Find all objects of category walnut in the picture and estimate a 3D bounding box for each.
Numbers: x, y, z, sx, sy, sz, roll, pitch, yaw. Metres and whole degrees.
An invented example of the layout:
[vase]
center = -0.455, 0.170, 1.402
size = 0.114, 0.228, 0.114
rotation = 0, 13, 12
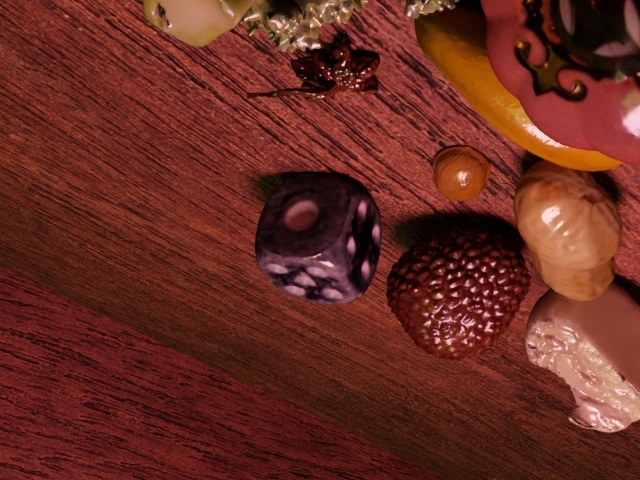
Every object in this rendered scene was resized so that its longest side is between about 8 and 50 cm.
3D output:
[walnut]
center = 0.216, -0.095, 1.153
size = 0.091, 0.052, 0.121
rotation = 15, 153, 13

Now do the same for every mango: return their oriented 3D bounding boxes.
[mango]
center = 0.243, -0.177, 0.843
size = 0.317, 0.176, 0.119
rotation = 30, 128, -4

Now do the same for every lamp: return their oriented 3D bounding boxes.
[lamp]
center = 0.294, -0.219, 0.639
size = 0.305, 0.240, 0.305
rotation = 25, 125, 42

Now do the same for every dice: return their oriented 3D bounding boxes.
[dice]
center = 0.000, 0.000, 1.329
size = 0.182, 0.182, 0.183
rotation = 5, 150, 27

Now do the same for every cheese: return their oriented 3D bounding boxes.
[cheese]
center = 0.486, 0.190, 1.297
size = 0.266, 0.233, 0.127
rotation = 45, 146, -1

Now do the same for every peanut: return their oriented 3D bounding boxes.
[peanut]
center = 0.388, -0.003, 1.130
size = 0.148, 0.147, 0.319
rotation = 2, 148, 30

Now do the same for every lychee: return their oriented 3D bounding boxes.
[lychee]
center = 0.244, 0.089, 1.310
size = 0.236, 0.236, 0.271
rotation = 27, 128, -18

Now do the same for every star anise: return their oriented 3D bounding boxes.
[star anise]
center = -0.010, -0.222, 1.014
size = 0.191, 0.070, 0.097
rotation = -6, 159, 18

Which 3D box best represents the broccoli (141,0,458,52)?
[broccoli]
center = -0.016, -0.279, 0.665
size = 0.375, 0.301, 0.249
rotation = 22, 176, 17
